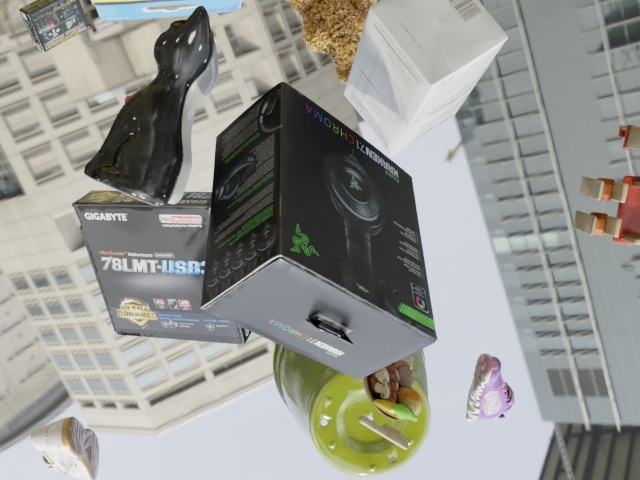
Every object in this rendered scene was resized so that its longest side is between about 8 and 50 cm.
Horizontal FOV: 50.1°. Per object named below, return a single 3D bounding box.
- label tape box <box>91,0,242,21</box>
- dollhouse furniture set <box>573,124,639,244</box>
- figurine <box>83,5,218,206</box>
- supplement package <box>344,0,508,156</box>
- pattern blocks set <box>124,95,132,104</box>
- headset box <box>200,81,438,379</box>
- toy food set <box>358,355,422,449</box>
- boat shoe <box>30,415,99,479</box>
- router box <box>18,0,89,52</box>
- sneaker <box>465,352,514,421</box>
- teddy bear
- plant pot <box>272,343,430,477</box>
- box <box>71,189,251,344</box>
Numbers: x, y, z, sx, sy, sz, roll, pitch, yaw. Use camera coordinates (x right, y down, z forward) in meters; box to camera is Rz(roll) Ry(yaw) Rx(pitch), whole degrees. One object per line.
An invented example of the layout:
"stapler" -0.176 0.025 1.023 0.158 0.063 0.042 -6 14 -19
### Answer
"label tape box" -0.241 -0.461 1.030 0.249 0.115 0.347 -7 174 -9
"dollhouse furniture set" 0.701 -0.118 1.499 0.261 0.259 0.135 5 -169 -8
"figurine" -0.172 -0.151 0.799 0.215 0.092 0.210 -148 -98 -83
"supplement package" 0.139 -0.249 0.989 0.133 0.139 0.244 -34 172 -13
"pattern blocks set" -0.404 -0.140 1.596 0.026 0.325 0.285 -14 -134 -31
"headset box" 0.000 0.000 0.813 0.131 0.246 0.283 -33 -139 33
"toy food set" 0.131 0.260 1.224 0.038 0.132 0.192 -36 -149 38
"boat shoe" -0.542 0.447 1.460 0.096 0.277 0.098 -5 -126 -4
"router box" -0.561 -0.469 1.447 0.038 0.092 0.122 32 -121 28
"sneaker" 0.404 0.349 1.595 0.104 0.236 0.095 10 -131 11
"teddy bear" 0.051 -0.507 1.605 0.245 0.338 0.113 -15 165 -23
"plant pot" 0.084 0.320 1.474 0.366 0.367 0.353 -21 -170 -2
"box" -0.288 0.051 1.281 0.295 0.293 0.073 2 -149 20
